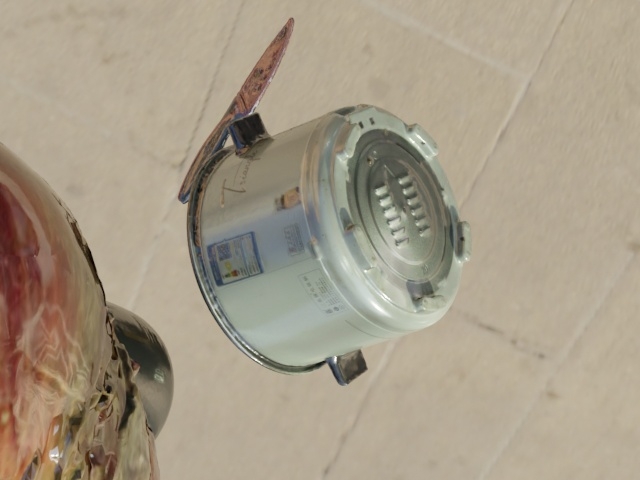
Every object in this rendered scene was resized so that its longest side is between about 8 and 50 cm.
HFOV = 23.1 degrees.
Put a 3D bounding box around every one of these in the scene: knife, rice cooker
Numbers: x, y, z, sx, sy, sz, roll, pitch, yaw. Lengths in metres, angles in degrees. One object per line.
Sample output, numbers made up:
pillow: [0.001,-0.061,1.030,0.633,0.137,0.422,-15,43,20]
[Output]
knife: [-0.094,-0.146,1.784,0.035,0.018,0.247,39,101,41]
rice cooker: [0.000,0.000,1.523,0.227,0.241,0.280,-21,97,36]

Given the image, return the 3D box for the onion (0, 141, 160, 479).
onion: [-0.231,0.104,0.682,0.353,0.354,0.354,10,125,14]

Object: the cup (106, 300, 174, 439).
cup: [-0.248,0.106,1.462,0.169,0.223,0.176,-30,155,10]
